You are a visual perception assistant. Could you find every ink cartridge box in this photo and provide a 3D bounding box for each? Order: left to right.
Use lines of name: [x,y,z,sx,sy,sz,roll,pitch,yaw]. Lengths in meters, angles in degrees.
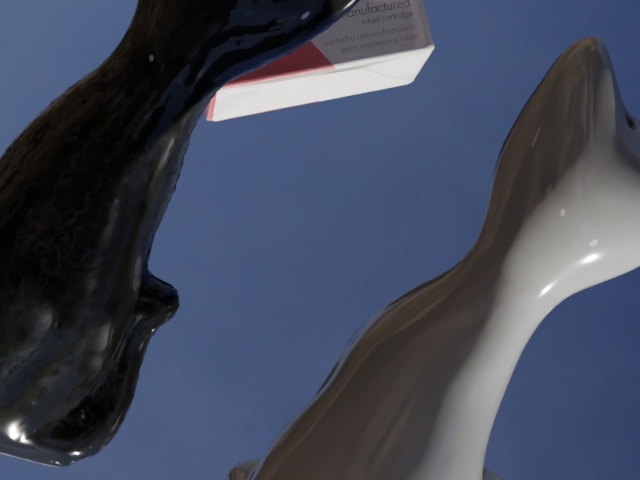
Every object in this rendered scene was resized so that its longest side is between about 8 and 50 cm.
ink cartridge box: [-0.023,-0.172,0.839,0.115,0.198,0.067,-12,171,-8]

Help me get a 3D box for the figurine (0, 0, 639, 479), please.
figurine: [0.000,0.000,0.523,0.209,0.215,0.092,-55,-168,17]
